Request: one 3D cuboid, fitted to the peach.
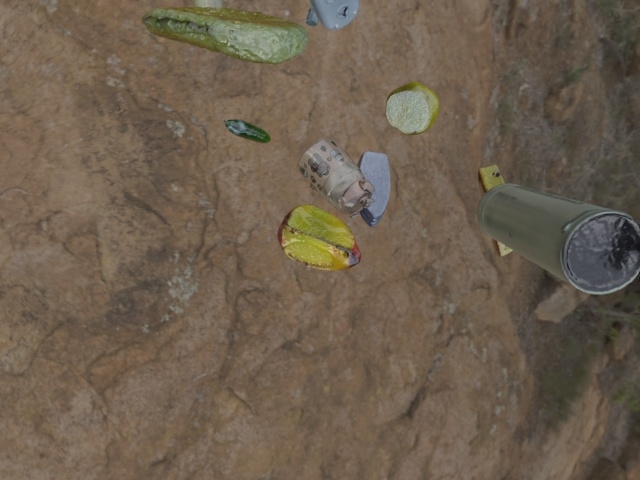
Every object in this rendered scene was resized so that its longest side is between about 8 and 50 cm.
[{"bbox_3d":[-0.001,-0.006,1.653,0.268,0.158,0.153,19,51,-13],"label":"peach"}]

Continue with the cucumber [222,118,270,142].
[{"bbox_3d":[-0.231,-0.350,1.722,0.250,0.056,0.055,5,94,-59],"label":"cucumber"}]

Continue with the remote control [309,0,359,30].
[{"bbox_3d":[0.016,-0.451,0.934,0.087,0.047,0.244,-39,163,6],"label":"remote control"}]

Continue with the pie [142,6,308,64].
[{"bbox_3d":[-0.183,-0.425,1.079,0.324,0.323,0.070,-14,126,-36],"label":"pie"}]

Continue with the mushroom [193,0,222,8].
[{"bbox_3d":[-0.332,-0.726,1.529,0.107,0.087,0.332,-29,110,-36],"label":"mushroom"}]

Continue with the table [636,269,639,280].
[{"bbox_3d":[0.469,-0.012,0.610,0.146,0.062,0.175,15,98,-12],"label":"table"}]

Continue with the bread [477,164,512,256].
[{"bbox_3d":[0.404,-0.064,1.221,0.226,0.049,0.088,61,17,-45],"label":"bread"}]

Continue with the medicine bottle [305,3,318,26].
[{"bbox_3d":[-0.002,-0.787,1.696,0.054,0.090,0.208,16,86,-3],"label":"medicine bottle"}]

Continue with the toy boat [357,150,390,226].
[{"bbox_3d":[0.190,-0.190,1.939,0.127,0.078,0.282,6,71,-13],"label":"toy boat"}]

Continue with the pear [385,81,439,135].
[{"bbox_3d":[0.245,-0.353,1.414,0.104,0.141,0.140,-55,131,-56],"label":"pear"}]

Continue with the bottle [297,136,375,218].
[{"bbox_3d":[0.034,-0.106,0.974,0.099,0.099,0.152,-33,74,-30],"label":"bottle"}]

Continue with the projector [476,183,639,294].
[{"bbox_3d":[0.335,-0.019,0.797,0.108,0.337,0.108,0,102,-1],"label":"projector"}]
